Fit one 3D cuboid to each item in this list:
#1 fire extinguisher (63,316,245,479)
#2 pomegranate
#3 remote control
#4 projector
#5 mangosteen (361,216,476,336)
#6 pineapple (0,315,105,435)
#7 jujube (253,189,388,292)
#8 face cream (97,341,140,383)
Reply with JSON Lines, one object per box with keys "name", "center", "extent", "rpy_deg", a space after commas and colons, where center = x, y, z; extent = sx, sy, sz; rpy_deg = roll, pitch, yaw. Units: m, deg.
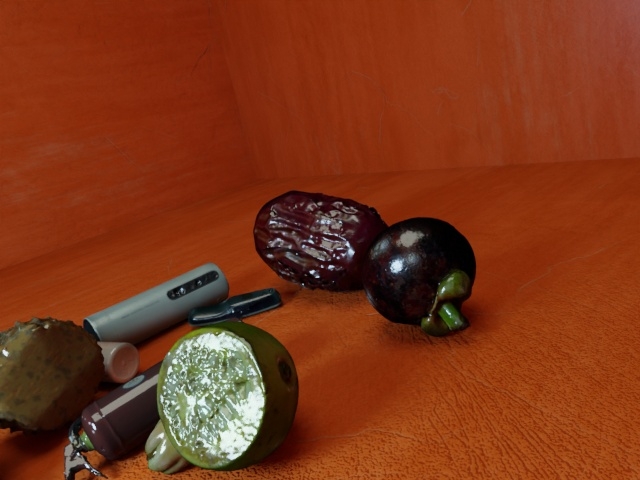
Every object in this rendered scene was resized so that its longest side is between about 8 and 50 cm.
{"name": "fire extinguisher", "center": [-0.246, 0.256, 0.837], "extent": [0.341, 0.105, 0.141], "rpy_deg": [-31, 44, -30]}
{"name": "pomegranate", "center": [-0.123, 0.236, 0.737], "extent": [0.189, 0.241, 0.159], "rpy_deg": [22, -4, 28]}
{"name": "remote control", "center": [-0.200, 0.157, 1.242], "extent": [0.221, 0.042, 0.072], "rpy_deg": [-14, 17, -4]}
{"name": "projector", "center": [-0.381, 0.161, 1.262], "extent": [0.337, 0.108, 0.108], "rpy_deg": [-26, 20, -38]}
{"name": "mangosteen", "center": [0.182, 0.072, 0.964], "extent": [0.215, 0.216, 0.216], "rpy_deg": [-12, 16, 3]}
{"name": "pineapple", "center": [-0.557, 0.244, 0.981], "extent": [0.361, 0.202, 0.202], "rpy_deg": [-10, 14, 42]}
{"name": "jujube", "center": [0.000, 0.000, 1.280], "extent": [0.258, 0.259, 0.376], "rpy_deg": [-25, 36, -37]}
{"name": "face cream", "center": [-0.496, 0.249, 1.098], "extent": [0.268, 0.082, 0.082], "rpy_deg": [-5, 18, 28]}
